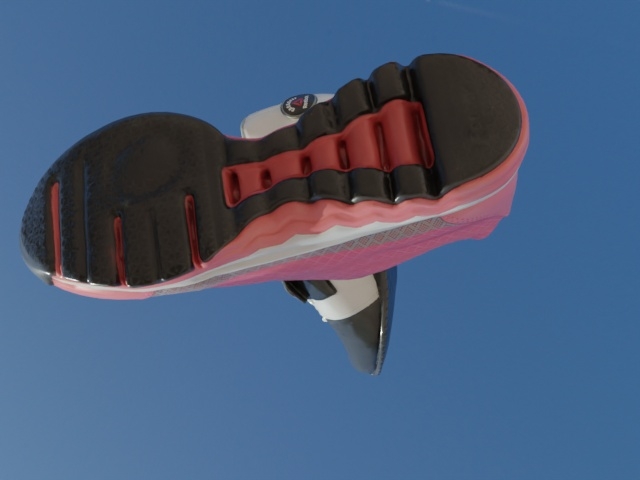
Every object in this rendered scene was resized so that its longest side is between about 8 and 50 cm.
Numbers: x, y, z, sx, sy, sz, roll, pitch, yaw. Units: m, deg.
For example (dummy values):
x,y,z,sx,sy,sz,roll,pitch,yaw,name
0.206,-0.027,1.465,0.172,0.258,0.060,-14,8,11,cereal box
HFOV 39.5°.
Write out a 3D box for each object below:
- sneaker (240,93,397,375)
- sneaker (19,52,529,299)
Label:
x,y,z,sx,sy,sz,roll,pitch,yaw,name
0.000,0.000,0.885,0.146,0.122,0.330,-3,-54,10,sneaker
-0.027,-0.008,0.548,0.314,0.136,0.115,-10,-119,10,sneaker
